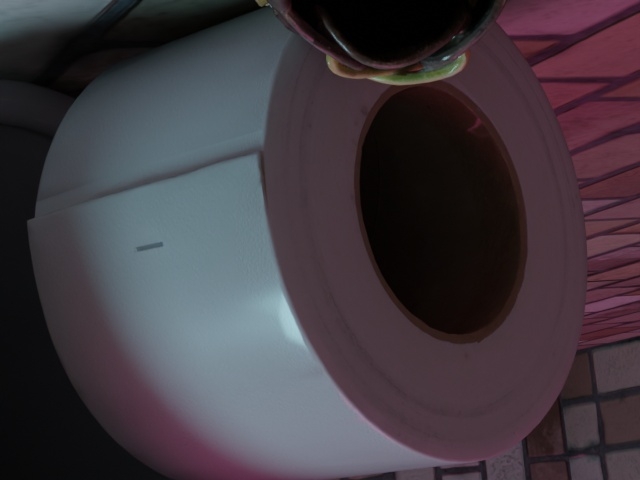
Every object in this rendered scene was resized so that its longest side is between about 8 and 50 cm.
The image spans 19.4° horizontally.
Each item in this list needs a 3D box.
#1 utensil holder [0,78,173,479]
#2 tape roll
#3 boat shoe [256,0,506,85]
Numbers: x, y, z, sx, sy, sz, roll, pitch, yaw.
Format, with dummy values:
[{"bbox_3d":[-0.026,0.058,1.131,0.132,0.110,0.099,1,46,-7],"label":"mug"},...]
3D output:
[{"bbox_3d":[-0.251,0.142,1.079,0.385,0.327,0.327,-31,161,27],"label":"utensil holder"},{"bbox_3d":[0.000,0.000,0.959,0.169,0.246,0.246,-13,169,41],"label":"tape roll"},{"bbox_3d":[0.022,-0.112,0.710,0.116,0.097,0.324,-6,172,-3],"label":"boat shoe"}]
